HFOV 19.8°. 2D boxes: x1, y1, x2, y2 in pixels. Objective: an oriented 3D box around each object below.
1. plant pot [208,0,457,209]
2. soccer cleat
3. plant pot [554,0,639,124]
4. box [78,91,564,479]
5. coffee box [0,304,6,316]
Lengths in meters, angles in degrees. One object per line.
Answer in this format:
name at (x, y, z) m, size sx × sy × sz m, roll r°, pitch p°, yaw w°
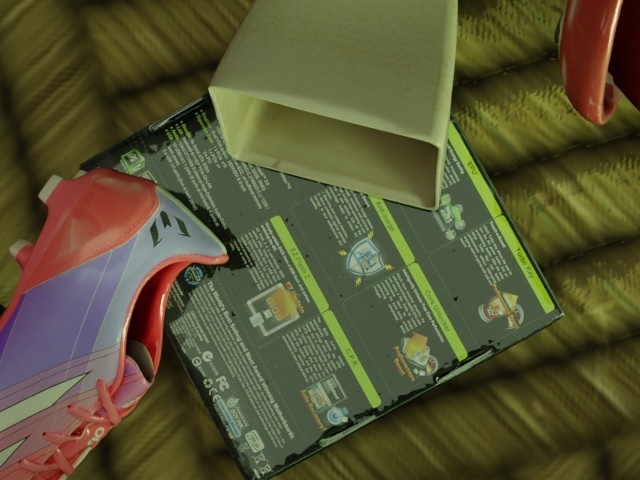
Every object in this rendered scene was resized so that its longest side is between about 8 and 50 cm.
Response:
plant pot at (0.016, -0.086, 0.869) m, size 0.109 × 0.109 × 0.096 m, roll 15°, pitch 77°, yaw 6°
soccer cleat at (-0.134, 0.081, 0.908) m, size 0.095 × 0.083 × 0.248 m, roll 30°, pitch 103°, yaw 11°
plant pot at (0.213, -0.121, 0.853) m, size 0.174 × 0.191 × 0.191 m, roll 18°, pitch 90°, yaw 14°
box at (0.000, 0.000, 0.936) m, size 0.184 × 0.045 × 0.191 m, roll -30°, pitch 85°, yaw 1°
coffee box at (-0.265, 0.030, 0.960) m, size 0.184 × 0.040 × 0.113 m, roll 35°, pitch 93°, yaw 6°
